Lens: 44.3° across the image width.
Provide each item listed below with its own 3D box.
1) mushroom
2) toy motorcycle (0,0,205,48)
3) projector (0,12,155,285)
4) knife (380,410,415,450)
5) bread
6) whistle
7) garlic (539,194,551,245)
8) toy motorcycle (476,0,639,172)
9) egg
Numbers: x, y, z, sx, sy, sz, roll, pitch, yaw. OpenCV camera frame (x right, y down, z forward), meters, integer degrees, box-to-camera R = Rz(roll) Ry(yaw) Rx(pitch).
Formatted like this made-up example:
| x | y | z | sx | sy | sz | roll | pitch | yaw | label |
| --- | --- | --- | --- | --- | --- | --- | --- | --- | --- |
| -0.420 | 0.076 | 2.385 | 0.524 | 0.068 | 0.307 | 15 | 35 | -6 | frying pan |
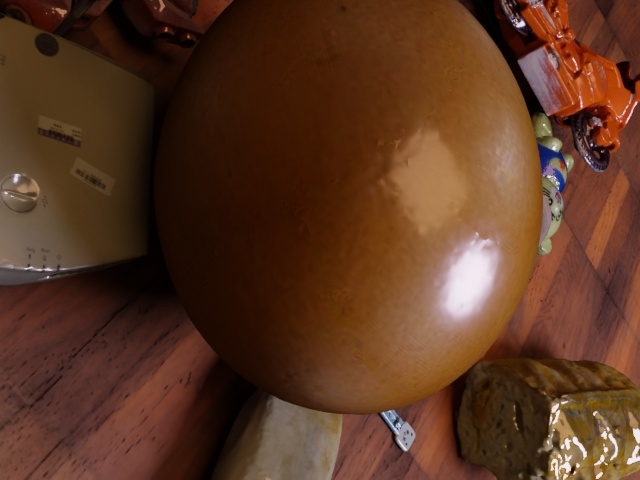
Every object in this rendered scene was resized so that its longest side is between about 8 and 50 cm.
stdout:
| x | y | z | sx | sy | sz | roll | pitch | yaw | label |
| --- | --- | --- | --- | --- | --- | --- | --- | --- | --- |
| -0.061 | 0.245 | 0.588 | 0.100 | 0.081 | 0.312 | 45 | 45 | -27 | mushroom |
| -0.180 | -0.196 | 0.626 | 0.212 | 0.084 | 0.118 | 3 | 65 | -49 | toy motorcycle |
| -0.242 | -0.055 | 0.507 | 0.269 | 0.088 | 0.194 | 15 | 66 | -40 | projector |
| 0.066 | 0.169 | 0.784 | 0.096 | 0.010 | 0.027 | 54 | 45 | -15 | knife |
| 0.284 | 0.208 | 0.901 | 0.267 | 0.130 | 0.152 | 9 | 60 | -42 | bread |
| 0.282 | -0.082 | 1.032 | 0.105 | 0.085 | 0.227 | 43 | 49 | -29 | whistle |
| 0.191 | 0.009 | 0.904 | 0.131 | 0.127 | 0.194 | -14 | 116 | -17 | garlic |
| 0.353 | -0.266 | 1.124 | 0.221 | 0.147 | 0.326 | -39 | 102 | -47 | toy motorcycle |
| 0.018 | -0.047 | 0.591 | 0.282 | 0.282 | 0.351 | 14 | 61 | -41 | egg |
